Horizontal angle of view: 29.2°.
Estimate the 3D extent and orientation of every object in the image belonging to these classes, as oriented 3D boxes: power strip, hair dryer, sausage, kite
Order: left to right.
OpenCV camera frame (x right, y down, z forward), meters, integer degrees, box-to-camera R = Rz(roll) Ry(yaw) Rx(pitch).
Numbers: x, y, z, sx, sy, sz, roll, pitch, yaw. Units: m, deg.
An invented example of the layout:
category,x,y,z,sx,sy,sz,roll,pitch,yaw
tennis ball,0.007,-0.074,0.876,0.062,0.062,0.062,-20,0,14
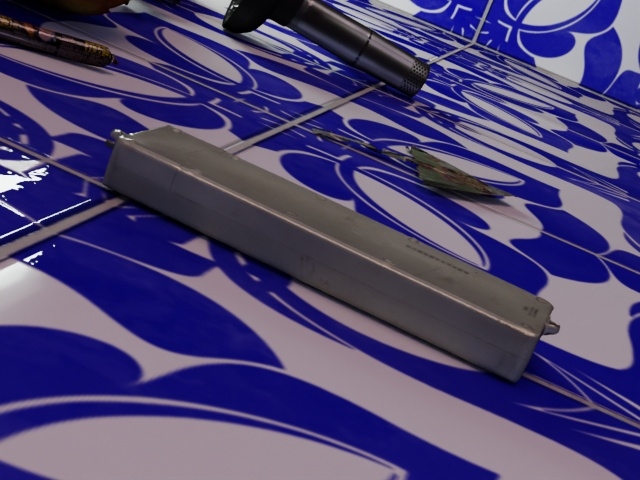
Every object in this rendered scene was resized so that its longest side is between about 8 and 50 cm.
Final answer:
category,x,y,z,sx,sy,sz,roll,pitch,yaw
sausage,-0.295,-0.207,1.224,0.198,0.025,0.028,16,61,-23
hair dryer,-0.016,-0.324,1.939,0.320,0.156,0.284,29,-9,-24
power strip,0.000,0.000,0.904,0.367,0.043,0.106,26,16,11
kite,0.108,-0.088,1.398,0.250,0.012,0.229,19,12,-7

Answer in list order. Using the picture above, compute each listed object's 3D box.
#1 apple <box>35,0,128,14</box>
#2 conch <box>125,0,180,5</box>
category,x,y,z,sx,sy,sz,roll,pitch,yaw
apple,-0.304,-0.389,1.411,0.271,0.206,0.251,28,-5,11
conch,-0.266,-0.468,1.668,0.240,0.313,0.186,-42,35,-25
